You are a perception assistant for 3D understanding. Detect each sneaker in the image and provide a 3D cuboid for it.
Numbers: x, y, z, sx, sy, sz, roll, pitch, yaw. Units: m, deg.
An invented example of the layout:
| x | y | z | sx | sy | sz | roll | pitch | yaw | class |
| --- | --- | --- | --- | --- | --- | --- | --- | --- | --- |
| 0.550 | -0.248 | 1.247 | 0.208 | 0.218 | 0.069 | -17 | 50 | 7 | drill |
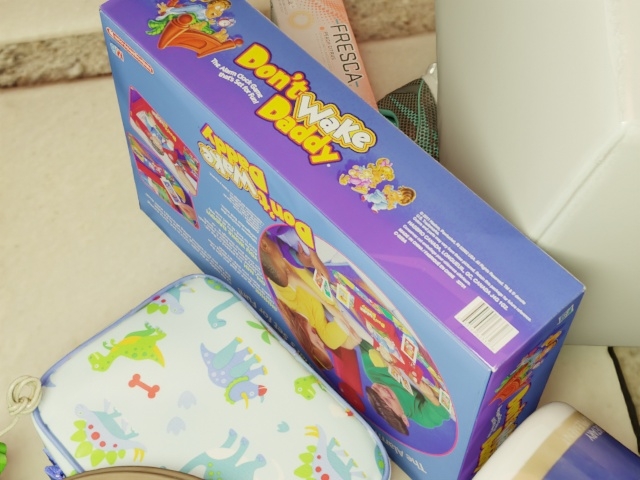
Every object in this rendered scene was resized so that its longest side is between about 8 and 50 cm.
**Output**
| x | y | z | sx | sy | sz | roll | pitch | yaw | class |
| --- | --- | --- | --- | --- | --- | --- | --- | --- | --- |
| 0.093 | -0.064 | 0.938 | 0.076 | 0.065 | 0.166 | -22 | 56 | 5 | sneaker |

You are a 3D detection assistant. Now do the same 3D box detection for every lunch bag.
| x | y | z | sx | sy | sz | roll | pitch | yaw | class |
| --- | --- | --- | --- | --- | --- | --- | --- | --- | --- |
| -0.077 | 0.142 | 0.776 | 0.176 | 0.090 | 0.219 | -37 | 66 | -22 | lunch bag |

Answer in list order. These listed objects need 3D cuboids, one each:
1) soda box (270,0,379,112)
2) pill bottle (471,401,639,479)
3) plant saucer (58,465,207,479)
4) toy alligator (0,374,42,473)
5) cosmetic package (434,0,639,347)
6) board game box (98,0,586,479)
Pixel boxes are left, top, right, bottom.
| x | y | z | sx | sy | sz | roll | pitch | yaw | class |
| --- | --- | --- | --- | --- | --- | --- | --- | --- | --- |
| 0.005 | -0.128 | 0.968 | 0.063 | 0.058 | 0.183 | -11 | 58 | -8 | soda box |
| 0.200 | 0.231 | 0.689 | 0.265 | 0.153 | 0.153 | 37 | 64 | 19 | pill bottle |
| -0.120 | 0.268 | 0.665 | 0.278 | 0.041 | 0.277 | -4 | 75 | 14 | plant saucer |
| -0.234 | 0.163 | 0.755 | 0.051 | 0.056 | 0.189 | 30 | 95 | 50 | toy alligator |
| 0.303 | -0.126 | 0.768 | 0.394 | 0.327 | 0.329 | 2 | 67 | -8 | cosmetic package |
| 0.000 | 0.000 | 0.783 | 0.078 | 0.233 | 0.347 | -38 | 66 | -22 | board game box |
